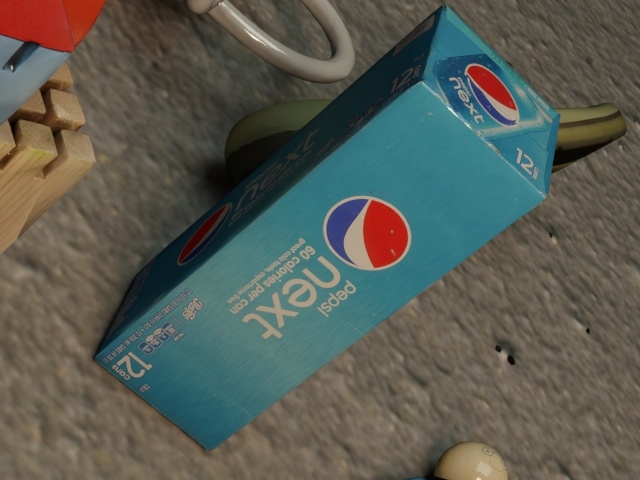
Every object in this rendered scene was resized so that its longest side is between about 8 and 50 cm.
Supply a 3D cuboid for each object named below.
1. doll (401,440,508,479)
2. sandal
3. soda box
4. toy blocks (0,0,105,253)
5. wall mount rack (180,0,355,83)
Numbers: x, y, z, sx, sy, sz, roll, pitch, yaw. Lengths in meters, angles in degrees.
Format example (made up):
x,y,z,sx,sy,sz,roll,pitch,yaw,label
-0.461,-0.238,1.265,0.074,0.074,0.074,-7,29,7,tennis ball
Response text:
x,y,z,sx,sy,sz,roll,pitch,yaw,label
0.068,0.165,0.798,0.129,0.046,0.189,31,31,-14,doll
0.068,-0.072,0.950,0.303,0.120,0.086,0,70,-50,sandal
0.000,0.000,0.721,0.071,0.210,0.067,41,34,-15,soda box
-0.159,-0.145,0.621,0.191,0.261,0.381,12,50,-45,toy blocks
-0.069,-0.258,0.939,0.350,0.130,0.304,42,28,-3,wall mount rack
